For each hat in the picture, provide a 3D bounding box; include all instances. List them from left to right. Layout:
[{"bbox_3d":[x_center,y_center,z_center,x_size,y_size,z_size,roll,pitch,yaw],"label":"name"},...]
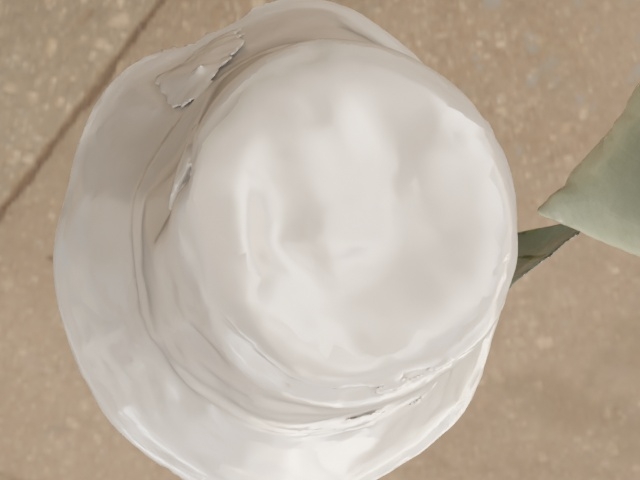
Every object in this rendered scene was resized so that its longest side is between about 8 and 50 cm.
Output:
[{"bbox_3d":[0.000,0.000,0.536,0.203,0.203,0.126,11,174,-12],"label":"hat"}]

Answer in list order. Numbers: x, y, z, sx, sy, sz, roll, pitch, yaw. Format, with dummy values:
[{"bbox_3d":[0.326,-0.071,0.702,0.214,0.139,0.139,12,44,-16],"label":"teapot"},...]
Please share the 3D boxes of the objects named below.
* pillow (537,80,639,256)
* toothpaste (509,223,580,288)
[{"bbox_3d":[0.203,0.013,0.544,0.254,0.078,0.144,44,126,17],"label":"pillow"},{"bbox_3d":[0.010,0.048,0.763,0.297,0.075,0.048,-26,96,48],"label":"toothpaste"}]
